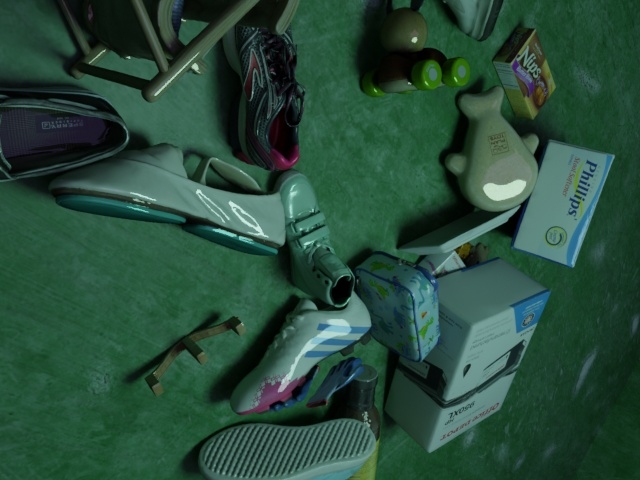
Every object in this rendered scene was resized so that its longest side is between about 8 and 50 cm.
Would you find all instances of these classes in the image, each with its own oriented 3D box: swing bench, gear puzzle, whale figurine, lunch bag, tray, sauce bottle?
[{"bbox_3d":[-0.178,-0.305,0.710,0.255,0.253,0.165,-35,128,-24],"label":"swing bench"},{"bbox_3d":[0.397,0.105,1.533,0.175,0.044,0.338,-43,131,-19],"label":"gear puzzle"},{"bbox_3d":[0.375,-0.201,1.338,0.217,0.141,0.271,-17,99,-3],"label":"whale figurine"},{"bbox_3d":[0.160,0.135,1.250,0.090,0.176,0.218,-37,130,-31],"label":"lunch bag"},{"bbox_3d":[0.316,-0.020,1.340,0.271,0.145,0.030,-23,99,-32],"label":"tray"},{"bbox_3d":[0.082,0.445,1.356,0.112,0.111,0.344,-12,117,-38],"label":"sauce bottle"}]

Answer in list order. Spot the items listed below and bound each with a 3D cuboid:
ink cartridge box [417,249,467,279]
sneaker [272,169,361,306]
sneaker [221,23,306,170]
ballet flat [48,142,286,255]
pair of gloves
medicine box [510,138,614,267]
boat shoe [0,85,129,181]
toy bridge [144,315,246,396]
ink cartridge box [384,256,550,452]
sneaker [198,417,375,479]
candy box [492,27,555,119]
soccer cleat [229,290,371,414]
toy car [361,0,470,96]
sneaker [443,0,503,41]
[{"bbox_3d":[0.271,0.076,1.389,0.122,0.052,0.088,-46,132,-2],"label":"ink cartridge box"},{"bbox_3d":[0.000,0.000,1.067,0.094,0.151,0.255,-29,124,-27],"label":"sneaker"},{"bbox_3d":[-0.072,-0.256,0.922,0.121,0.112,0.298,-19,119,-35],"label":"sneaker"},{"bbox_3d":[-0.204,-0.072,0.892,0.400,0.139,0.139,17,96,-48],"label":"ballet flat"},{"bbox_3d":[-0.010,0.275,1.150,0.159,0.198,0.023,-38,104,-54],"label":"pair of gloves"},{"bbox_3d":[0.577,-0.094,1.454,0.289,0.149,0.263,-13,121,-70],"label":"medicine box"},{"bbox_3d":[-0.389,-0.127,0.693,0.335,0.119,0.120,-20,120,-34],"label":"boat shoe"},{"bbox_3d":[-0.215,0.186,1.018,0.188,0.063,0.026,-35,128,-24],"label":"toy bridge"},{"bbox_3d":[0.340,0.269,1.421,0.286,0.166,0.394,-15,129,-35],"label":"ink cartridge box"},{"bbox_3d":[-0.069,0.457,1.198,0.366,0.135,0.150,4,126,-22],"label":"sneaker"},{"bbox_3d":[0.476,-0.385,1.388,0.109,0.053,0.186,-53,134,-11],"label":"candy box"},{"bbox_3d":[-0.050,0.198,1.154,0.331,0.116,0.143,-31,104,-26],"label":"soccer cleat"},{"bbox_3d":[0.162,-0.361,1.068,0.149,0.155,0.188,-16,106,-36],"label":"toy car"},{"bbox_3d":[0.214,-0.518,1.036,0.447,0.258,0.169,43,66,-77],"label":"sneaker"}]
